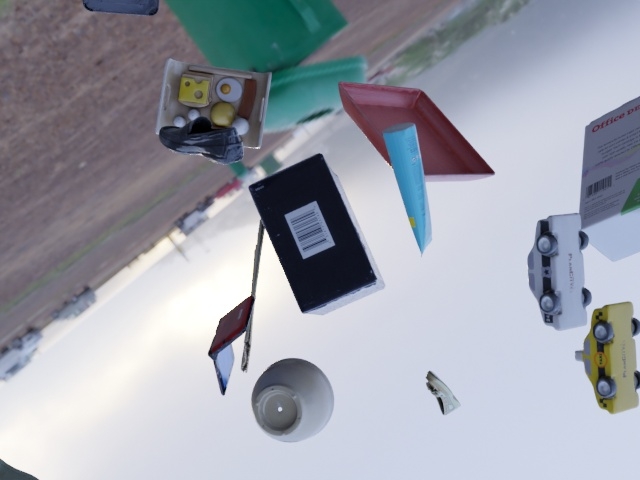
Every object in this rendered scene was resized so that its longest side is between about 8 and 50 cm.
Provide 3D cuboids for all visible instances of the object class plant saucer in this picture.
[{"bbox_3d":[0.176,-0.197,1.762,0.259,0.258,0.048,-6,140,-45],"label":"plant saucer"}]

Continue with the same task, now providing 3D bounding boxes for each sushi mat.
[{"bbox_3d":[-0.146,0.119,2.003,0.151,0.019,0.317,105,-8,-55],"label":"sushi mat"}]

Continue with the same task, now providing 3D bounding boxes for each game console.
[{"bbox_3d":[-0.149,0.187,1.667,0.124,0.085,0.144,-38,-164,16],"label":"game console"}]

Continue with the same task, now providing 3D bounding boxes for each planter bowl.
[{"bbox_3d":[-0.065,0.311,1.746,0.162,0.162,0.109,-38,173,15],"label":"planter bowl"}]

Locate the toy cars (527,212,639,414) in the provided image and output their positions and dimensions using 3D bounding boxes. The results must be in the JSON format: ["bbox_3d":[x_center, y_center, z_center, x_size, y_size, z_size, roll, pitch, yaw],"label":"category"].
[{"bbox_3d":[0.435,0.125,1.550,0.087,0.394,0.176,-3,-139,50],"label":"toy cars"}]

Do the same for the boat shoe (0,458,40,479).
[{"bbox_3d":[-0.516,0.427,1.540,0.081,0.227,0.069,-44,148,-33],"label":"boat shoe"}]

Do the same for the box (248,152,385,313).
[{"bbox_3d":[0.000,0.000,2.013,0.182,0.296,0.294,-24,172,6],"label":"box"}]

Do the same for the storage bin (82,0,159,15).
[{"bbox_3d":[-0.479,-0.616,2.216,0.084,0.180,0.122,-116,-150,-57],"label":"storage bin"}]

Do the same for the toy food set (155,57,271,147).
[{"bbox_3d":[-0.304,-0.392,2.629,0.092,0.305,0.220,-109,-152,-88],"label":"toy food set"}]

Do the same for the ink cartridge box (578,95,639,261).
[{"bbox_3d":[0.598,-0.128,1.714,0.201,0.117,0.278,-29,-144,45],"label":"ink cartridge box"}]

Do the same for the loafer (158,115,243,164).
[{"bbox_3d":[-0.235,-0.206,1.803,0.223,0.078,0.076,17,-152,40],"label":"loafer"}]

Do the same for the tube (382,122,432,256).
[{"bbox_3d":[0.149,-0.083,1.471,0.052,0.207,0.080,-7,-161,28],"label":"tube"}]

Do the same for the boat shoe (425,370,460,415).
[{"bbox_3d":[0.277,0.357,2.143,0.048,0.153,0.056,-40,-135,-3],"label":"boat shoe"}]
